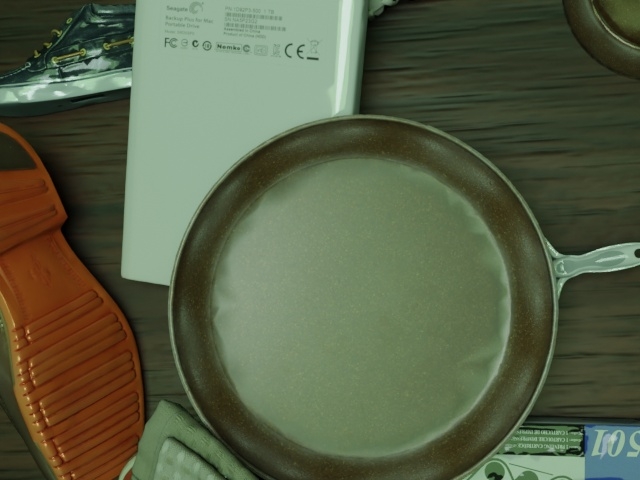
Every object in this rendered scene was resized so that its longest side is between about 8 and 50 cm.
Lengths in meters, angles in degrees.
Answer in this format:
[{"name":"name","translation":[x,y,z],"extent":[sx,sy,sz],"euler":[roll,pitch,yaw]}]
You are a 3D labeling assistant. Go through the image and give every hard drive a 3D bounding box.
[{"name":"hard drive","translation":[-0.068,-0.106,0.922],"extent":[0.203,0.040,0.307],"euler":[8,101,15]}]

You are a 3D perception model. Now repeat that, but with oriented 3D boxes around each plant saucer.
[{"name":"plant saucer","translation":[0.299,-0.225,0.933],"extent":[0.168,0.029,0.168],"euler":[0,88,8]},{"name":"plant saucer","translation":[0.034,0.056,0.861],"extent":[0.310,0.050,0.310],"euler":[0,87,-2]}]

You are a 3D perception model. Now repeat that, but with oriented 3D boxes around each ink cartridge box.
[{"name":"ink cartridge box","translation":[0.214,0.202,0.913],"extent":[0.207,0.046,0.097],"euler":[1,89,7]}]

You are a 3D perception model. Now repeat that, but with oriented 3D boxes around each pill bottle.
[{"name":"pill bottle","translation":[-0.023,0.120,0.929],"extent":[0.152,0.086,0.086],"euler":[26,91,8]}]

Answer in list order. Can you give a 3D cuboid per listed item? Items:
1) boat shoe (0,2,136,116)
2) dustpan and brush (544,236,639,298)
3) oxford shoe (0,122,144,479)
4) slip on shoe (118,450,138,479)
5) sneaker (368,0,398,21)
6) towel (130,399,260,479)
[{"name":"boat shoe","translation":[-0.241,-0.167,0.987],"extent":[0.183,0.065,0.083],"euler":[-9,86,0]},{"name":"dustpan and brush","translation":[0.178,0.029,0.919],"extent":[0.211,0.060,0.147],"euler":[-11,86,7]},{"name":"oxford shoe","translation":[-0.270,0.079,0.967],"extent":[0.133,0.130,0.364],"euler":[-19,92,39]},{"name":"slip on shoe","translation":[-0.059,0.314,0.912],"extent":[0.123,0.101,0.331],"euler":[-37,85,2]},{"name":"sneaker","translation":[0.074,-0.241,0.938],"extent":[0.237,0.085,0.086],"euler":[-40,90,7]},{"name":"towel","translation":[-0.077,0.330,0.797],"extent":[0.324,0.056,0.312],"euler":[36,118,39]}]
